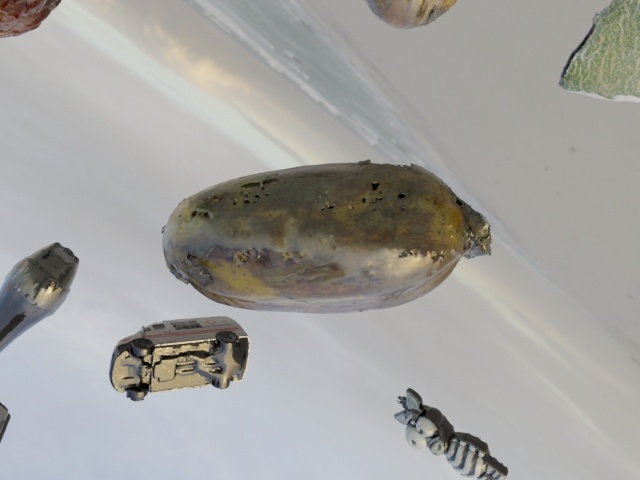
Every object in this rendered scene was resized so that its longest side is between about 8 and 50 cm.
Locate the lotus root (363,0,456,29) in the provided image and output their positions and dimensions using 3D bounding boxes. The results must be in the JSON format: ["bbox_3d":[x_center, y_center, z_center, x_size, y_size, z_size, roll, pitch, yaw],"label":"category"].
[{"bbox_3d":[0.200,-0.566,1.574,0.272,0.272,0.192,45,155,44],"label":"lotus root"}]

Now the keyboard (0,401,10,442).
[{"bbox_3d":[-0.301,0.226,0.572,0.025,0.230,0.094,8,150,5],"label":"keyboard"}]

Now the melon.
[{"bbox_3d":[0.361,-0.212,0.796,0.139,0.093,0.202,42,146,5],"label":"melon"}]

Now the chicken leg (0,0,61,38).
[{"bbox_3d":[-0.364,-0.308,0.831,0.096,0.158,0.407,4,-147,18],"label":"chicken leg"}]

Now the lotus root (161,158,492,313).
[{"bbox_3d":[0.000,0.000,0.887,0.397,0.179,0.196,-4,177,7],"label":"lotus root"}]

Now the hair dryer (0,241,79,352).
[{"bbox_3d":[-0.458,0.083,1.225,0.091,0.235,0.272,42,-170,-7],"label":"hair dryer"}]

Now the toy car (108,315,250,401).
[{"bbox_3d":[-0.213,0.164,1.094,0.209,0.089,0.108,-3,-154,-29],"label":"toy car"}]

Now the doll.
[{"bbox_3d":[0.213,0.339,1.256,0.219,0.091,0.067,35,-133,17],"label":"doll"}]
